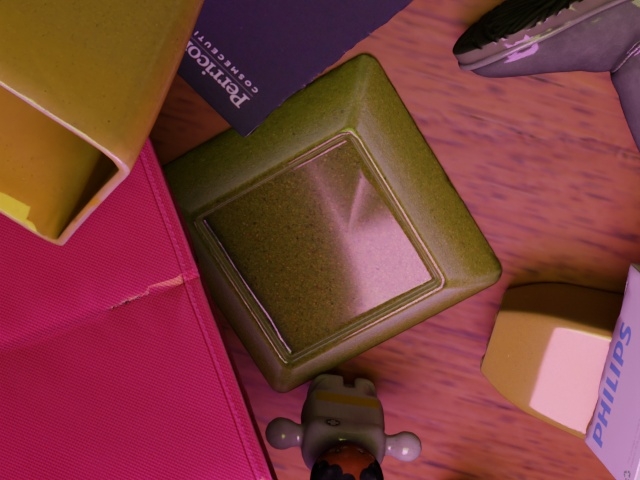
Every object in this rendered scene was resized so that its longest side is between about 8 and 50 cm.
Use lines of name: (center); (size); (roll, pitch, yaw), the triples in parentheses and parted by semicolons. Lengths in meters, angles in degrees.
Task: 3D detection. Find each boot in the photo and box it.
boot: (0.208, -0.077, 1.143); (0.189, 0.076, 0.208); (-20, 115, 13)

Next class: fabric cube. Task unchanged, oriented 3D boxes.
fabric cube: (-0.171, 0.110, 1.025); (0.258, 0.254, 0.259); (-20, 66, -3)

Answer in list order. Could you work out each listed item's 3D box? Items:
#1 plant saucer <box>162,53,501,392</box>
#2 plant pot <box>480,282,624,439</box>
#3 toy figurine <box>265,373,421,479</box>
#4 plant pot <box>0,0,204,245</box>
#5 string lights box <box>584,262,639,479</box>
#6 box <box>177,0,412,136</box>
plant saucer: (0.000, 0.000, 1.192); (0.188, 0.045, 0.188); (-29, 106, 13)
plant pot: (0.155, 0.074, 1.193); (0.083, 0.081, 0.081); (17, 111, 6)
toy figurine: (0.004, 0.221, 1.210); (0.209, 0.148, 0.213); (-33, 111, 14)
plant pot: (-0.151, -0.145, 0.843); (0.212, 0.212, 0.187); (34, 73, -9)
string lights box: (0.315, 0.094, 1.147); (0.259, 0.077, 0.133); (3, 112, -19)
box: (-0.039, -0.286, 0.953); (0.343, 0.179, 0.312); (45, 135, -12)
